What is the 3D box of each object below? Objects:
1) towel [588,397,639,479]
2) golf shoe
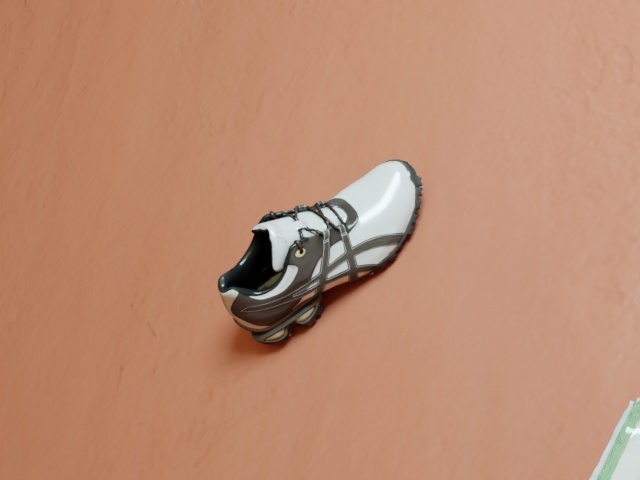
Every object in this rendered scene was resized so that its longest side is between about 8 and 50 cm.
[{"bbox_3d":[0.252,0.185,0.798,0.152,0.023,0.113,25,82,34],"label":"towel"},{"bbox_3d":[0.000,0.000,0.988,0.198,0.094,0.077,-46,52,0],"label":"golf shoe"}]
